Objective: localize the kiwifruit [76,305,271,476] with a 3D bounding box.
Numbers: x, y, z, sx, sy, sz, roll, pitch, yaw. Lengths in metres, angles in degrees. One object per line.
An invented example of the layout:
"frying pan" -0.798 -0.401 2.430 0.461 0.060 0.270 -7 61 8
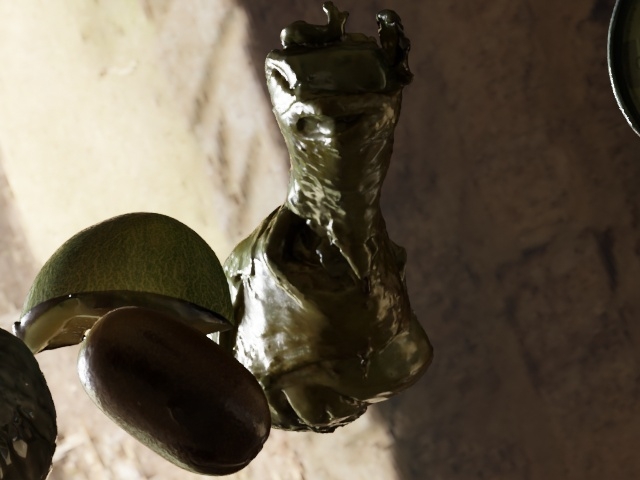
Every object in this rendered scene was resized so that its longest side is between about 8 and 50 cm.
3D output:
"kiwifruit" -0.086 0.087 0.896 0.124 0.075 0.075 31 145 3

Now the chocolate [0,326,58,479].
"chocolate" -0.197 0.065 0.677 0.248 0.110 0.110 27 133 50

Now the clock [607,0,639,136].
"clock" 0.352 -0.165 1.311 0.226 0.049 0.226 2 93 39

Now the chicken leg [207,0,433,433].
"chicken leg" 0.000 0.000 1.118 0.201 0.152 0.429 41 149 25

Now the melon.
"melon" -0.146 0.021 1.089 0.079 0.160 0.128 66 -160 -47
